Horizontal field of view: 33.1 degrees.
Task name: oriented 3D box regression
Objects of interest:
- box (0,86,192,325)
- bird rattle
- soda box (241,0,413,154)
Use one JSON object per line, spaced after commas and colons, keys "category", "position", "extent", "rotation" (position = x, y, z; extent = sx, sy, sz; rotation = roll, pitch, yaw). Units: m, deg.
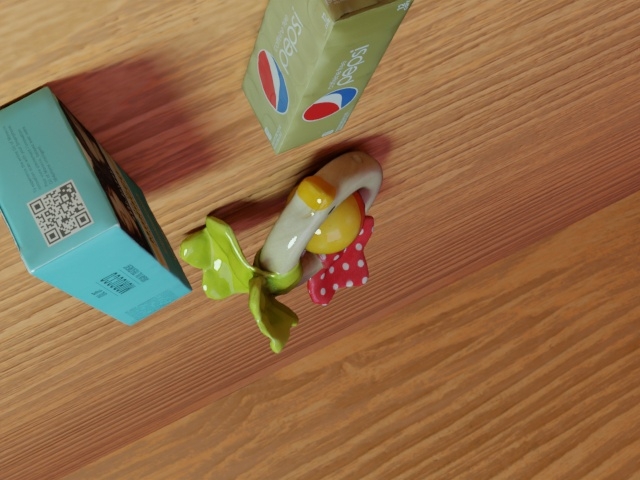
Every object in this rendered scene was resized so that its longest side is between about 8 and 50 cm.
{"category": "box", "position": [-0.155, -0.012, 0.737], "extent": [0.060, 0.101, 0.244], "rotation": [-28, 168, -3]}
{"category": "bird rattle", "position": [0.000, 0.000, 1.089], "extent": [0.253, 0.143, 0.207], "rotation": [-17, 148, -51]}
{"category": "soda box", "position": [-0.001, -0.126, 0.691], "extent": [0.058, 0.061, 0.181], "rotation": [-22, 167, -19]}
